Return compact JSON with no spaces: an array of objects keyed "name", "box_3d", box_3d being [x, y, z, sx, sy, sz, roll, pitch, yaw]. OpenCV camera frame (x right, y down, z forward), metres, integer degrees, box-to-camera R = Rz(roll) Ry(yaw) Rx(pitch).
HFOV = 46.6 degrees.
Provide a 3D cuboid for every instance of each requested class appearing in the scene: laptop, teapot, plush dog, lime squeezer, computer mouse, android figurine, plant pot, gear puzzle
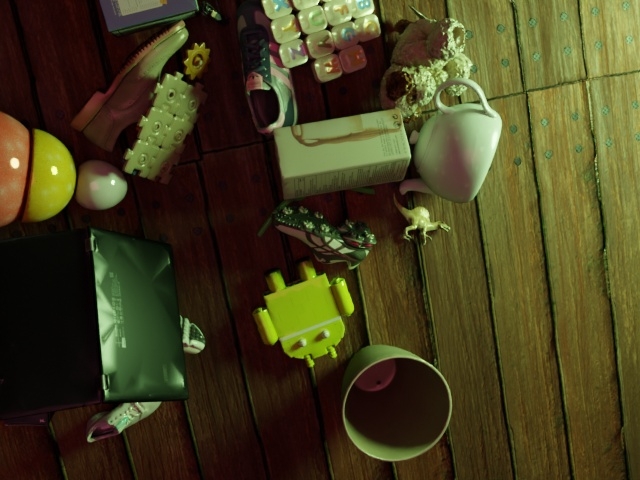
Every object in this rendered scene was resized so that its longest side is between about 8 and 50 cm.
[{"name":"laptop","box_3d":[-0.531,0.187,1.644,0.236,0.408,0.382,-18,72,28]},{"name":"teapot","box_3d":[0.303,-0.223,1.756,0.187,0.252,0.256,20,85,0]},{"name":"plush dog","box_3d":[0.215,-0.392,1.736,0.210,0.262,0.225,29,85,21]},{"name":"lime squeezer","box_3d":[-0.026,-0.113,1.825,0.310,0.059,0.110,-21,133,-5]},{"name":"computer mouse","box_3d":[-0.262,-0.587,1.685,0.042,0.106,0.193,-14,91,21]},{"name":"android figurine","box_3d":[-0.040,0.186,1.869,0.248,0.056,0.273,-19,101,-5]},{"name":"plant pot","box_3d":[0.156,0.358,1.815,0.256,0.274,0.257,-2,101,-8]},{"name":"gear puzzle","box_3d":[-0.346,-0.300,1.693,0.044,0.175,0.339,28,97,27]}]

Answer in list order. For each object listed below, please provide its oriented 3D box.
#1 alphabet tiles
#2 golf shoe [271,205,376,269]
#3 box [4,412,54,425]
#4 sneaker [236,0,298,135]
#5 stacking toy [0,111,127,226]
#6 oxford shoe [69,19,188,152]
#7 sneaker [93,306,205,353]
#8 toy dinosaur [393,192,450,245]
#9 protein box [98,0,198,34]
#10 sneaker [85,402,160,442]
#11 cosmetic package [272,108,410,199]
[{"name":"alphabet tiles","box_3d":[0.008,-0.518,1.717,0.278,0.021,0.284,-24,103,-23]},{"name":"golf shoe","box_3d":[0.000,0.000,1.801,0.272,0.105,0.120,15,119,-21]},{"name":"box","box_3d":[-0.662,0.272,1.727,0.103,0.184,0.261,1,100,-9]},{"name":"sneaker","box_3d":[-0.132,-0.394,1.697,0.112,0.131,0.319,-12,102,23]},{"name":"stacking toy","box_3d":[-0.663,-0.141,1.622,0.479,0.350,0.351,8,99,-25]},{"name":"oxford shoe","box_3d":[-0.409,-0.351,1.692,0.348,0.123,0.130,-43,111,10]},{"name":"sneaker","box_3d":[-0.427,0.232,1.805,0.292,0.110,0.118,15,112,-8]},{"name":"toy dinosaur","box_3d":[0.236,-0.046,1.876,0.183,0.053,0.093,26,80,-19]},{"name":"protein box","box_3d":[-0.390,-0.575,1.635,0.201,0.136,0.200,-16,102,-5]},{"name":"sneaker","box_3d":[-0.481,0.435,1.829,0.212,0.094,0.080,-33,102,-2]},{"name":"cosmetic package","box_3d":[0.046,-0.198,1.719,0.296,0.153,0.129,-10,74,-5]}]
